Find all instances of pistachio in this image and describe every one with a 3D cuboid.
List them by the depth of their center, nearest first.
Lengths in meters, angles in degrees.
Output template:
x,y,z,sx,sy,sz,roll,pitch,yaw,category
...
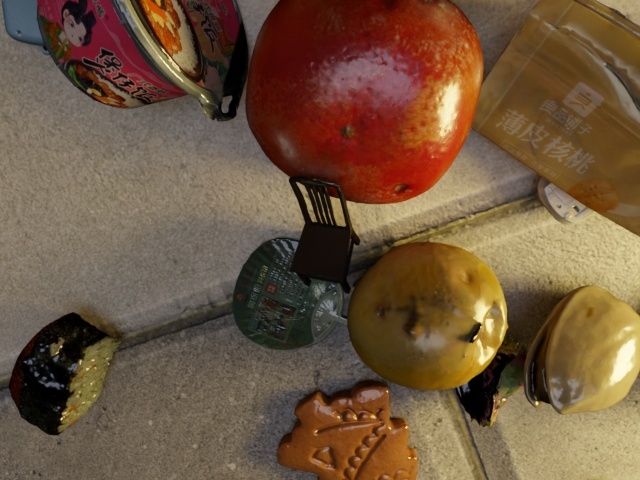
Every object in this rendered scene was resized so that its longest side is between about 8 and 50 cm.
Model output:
x,y,z,sx,sy,sz,roll,pitch,yaw,category
0.402,0.168,0.678,0.153,0.138,0.238,46,66,-4,pistachio

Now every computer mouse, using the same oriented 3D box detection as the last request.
x,y,z,sx,sy,sz,roll,pitch,yaw,category
0.425,-0.110,0.665,0.199,0.045,0.102,-42,94,12,computer mouse

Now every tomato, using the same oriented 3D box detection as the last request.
x,y,z,sx,sy,sz,roll,pitch,yaw,category
0.045,-0.166,0.578,0.339,0.143,0.338,7,133,8,tomato

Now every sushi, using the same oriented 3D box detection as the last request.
x,y,z,sx,sy,sz,roll,pitch,yaw,category
-0.481,0.252,0.826,0.126,0.136,0.225,36,112,3,sushi

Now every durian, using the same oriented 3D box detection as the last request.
x,y,z,sx,sy,sz,roll,pitch,yaw,category
0.299,0.220,0.769,0.108,0.119,0.186,-15,123,-28,durian

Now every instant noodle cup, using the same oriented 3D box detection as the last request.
x,y,z,sx,sy,sz,roll,pitch,yaw,category
-0.243,-0.289,0.593,0.182,0.258,0.301,-11,94,24,instant noodle cup

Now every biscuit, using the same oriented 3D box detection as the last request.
x,y,z,sx,sy,sz,roll,pitch,yaw,category
0.076,0.415,0.864,0.306,0.043,0.284,44,106,-8,biscuit

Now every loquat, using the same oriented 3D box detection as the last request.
x,y,z,sx,sy,sz,roll,pitch,yaw,category
0.153,0.112,0.679,0.244,0.244,0.243,2,107,5,loquat

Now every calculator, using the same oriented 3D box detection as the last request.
x,y,z,sx,sy,sz,roll,pitch,yaw,category
-0.428,-0.394,0.671,0.121,0.039,0.210,5,108,6,calculator

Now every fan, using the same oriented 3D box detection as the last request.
x,y,z,sx,sy,sz,roll,pitch,yaw,category
-0.038,0.140,0.808,0.223,0.012,0.294,-39,99,15,fan

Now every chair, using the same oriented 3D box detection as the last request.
x,y,z,sx,sy,sz,roll,pitch,yaw,category
0.000,0.000,0.645,0.084,0.212,0.101,8,71,16,chair

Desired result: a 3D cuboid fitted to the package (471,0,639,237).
x,y,z,sx,sy,sz,roll,pitch,yaw,category
0.374,-0.171,0.561,0.311,0.165,0.221,38,102,7,package
